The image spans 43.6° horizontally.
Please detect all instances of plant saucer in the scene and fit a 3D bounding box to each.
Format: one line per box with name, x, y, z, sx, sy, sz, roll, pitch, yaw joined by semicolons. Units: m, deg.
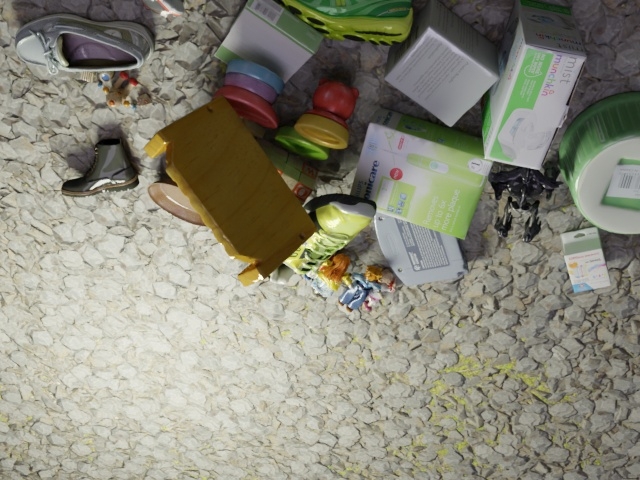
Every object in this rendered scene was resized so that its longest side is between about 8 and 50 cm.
plant saucer;-0.339;-0.100;2.010;0.199;0.036;0.198;20;157;9

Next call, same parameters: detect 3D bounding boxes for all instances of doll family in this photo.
doll family;0.080;0.108;2.094;0.263;0.118;0.163;26;128;-11

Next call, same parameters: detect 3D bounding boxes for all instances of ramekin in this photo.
ramekin;0.687;-0.158;1.757;0.303;0.148;0.303;5;129;6

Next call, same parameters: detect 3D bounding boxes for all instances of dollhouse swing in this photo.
dollhouse swing;-0.241;-0.069;1.704;0.305;0.315;0.347;-29;99;39

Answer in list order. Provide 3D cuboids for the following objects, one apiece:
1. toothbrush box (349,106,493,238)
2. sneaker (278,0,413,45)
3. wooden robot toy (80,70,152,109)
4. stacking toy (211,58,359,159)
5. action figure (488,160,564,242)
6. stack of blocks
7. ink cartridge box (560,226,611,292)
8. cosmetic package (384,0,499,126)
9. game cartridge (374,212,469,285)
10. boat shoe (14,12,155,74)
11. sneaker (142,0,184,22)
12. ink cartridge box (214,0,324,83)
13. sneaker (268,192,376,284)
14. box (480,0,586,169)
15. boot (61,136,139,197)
toothbrush box;0.229;-0.153;1.815;0.283;0.122;0.206;19;120;6
sneaker;0.052;-0.482;1.644;0.296;0.123;0.109;16;169;15
wooden robot toy;-0.475;-0.345;1.848;0.173;0.079;0.076;32;127;-17
stacking toy;-0.073;-0.301;1.784;0.309;0.130;0.279;21;172;-2
action figure;0.464;-0.120;1.837;0.164;0.141;0.275;5;145;8
stack of blocks;-0.177;-0.162;1.940;0.297;0.087;0.171;29;127;-13
ink cartridge box;0.649;0.040;1.962;0.092;0.090;0.143;-14;126;20
cosmetic package;0.252;-0.369;1.658;0.184;0.151;0.151;33;127;-16
game cartridge;0.245;-0.015;2.012;0.196;0.060;0.294;-13;125;15
boat shoe;-0.534;-0.427;1.775;0.320;0.103;0.118;5;129;5
sneaker;-0.369;-0.522;1.702;0.158;0.061;0.065;39;131;-20
ink cartridge box;-0.116;-0.421;1.725;0.171;0.056;0.235;31;159;-15
sneaker;0.000;0.000;1.825;0.145;0.147;0.385;13;157;-30
box;0.424;-0.318;1.621;0.127;0.231;0.262;12;130;-1
boot;-0.567;-0.188;2.004;0.198;0.077;0.137;-10;123;1
